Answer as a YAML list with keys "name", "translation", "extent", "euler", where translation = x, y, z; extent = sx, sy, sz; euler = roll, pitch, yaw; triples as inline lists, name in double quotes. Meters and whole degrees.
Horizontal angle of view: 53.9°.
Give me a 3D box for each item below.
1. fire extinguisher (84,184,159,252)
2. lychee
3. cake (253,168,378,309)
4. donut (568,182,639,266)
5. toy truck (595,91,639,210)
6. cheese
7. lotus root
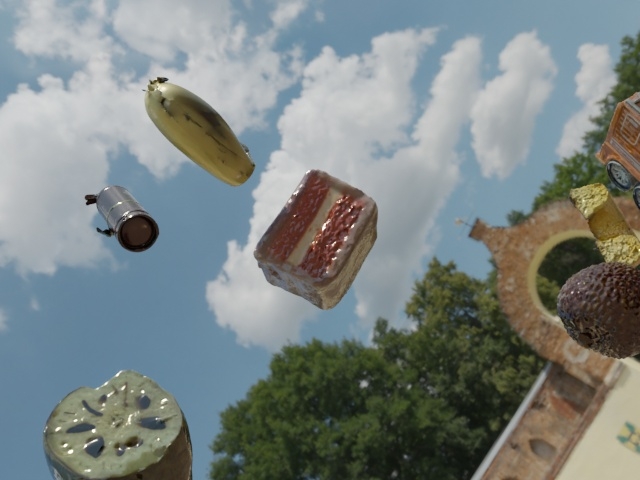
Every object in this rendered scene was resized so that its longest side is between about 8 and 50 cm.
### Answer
- name: "fire extinguisher"
  translation: [-0.511, -0.066, 1.577]
  extent: [0.141, 0.341, 0.105]
  euler: [-1, -71, -31]
- name: "lychee"
  translation: [0.554, 0.135, 1.217]
  extent: [0.194, 0.194, 0.194]
  euler: [-35, -39, -34]
- name: "cake"
  translation: [0.000, 0.000, 1.662]
  extent: [0.309, 0.237, 0.230]
  euler: [-58, -15, -13]
- name: "donut"
  translation: [0.732, -0.019, 1.590]
  extent: [0.101, 0.259, 0.152]
  euler: [-33, -33, 23]
- name: "toy truck"
  translation: [0.672, -0.103, 1.076]
  extent: [0.173, 0.387, 0.207]
  euler: [-29, -33, -3]
- name: "cheese"
  translation: [-0.301, -0.268, 1.524]
  extent: [0.128, 0.259, 0.316]
  euler: [-46, -58, -2]
- name: "lotus root"
  translation: [-0.338, 0.412, 1.120]
  extent: [0.250, 0.250, 0.346]
  euler: [-38, -33, -31]
